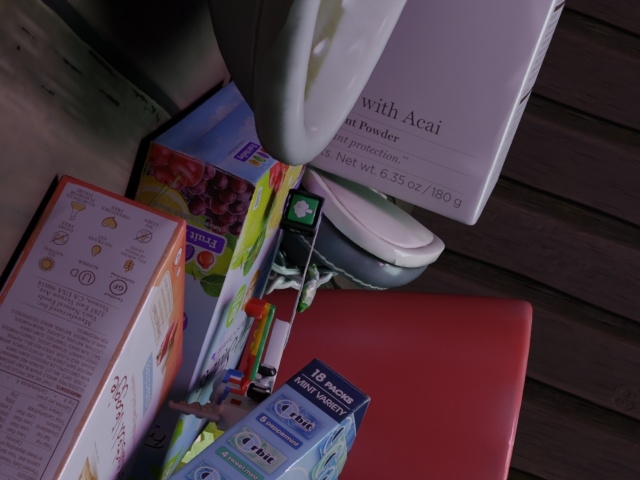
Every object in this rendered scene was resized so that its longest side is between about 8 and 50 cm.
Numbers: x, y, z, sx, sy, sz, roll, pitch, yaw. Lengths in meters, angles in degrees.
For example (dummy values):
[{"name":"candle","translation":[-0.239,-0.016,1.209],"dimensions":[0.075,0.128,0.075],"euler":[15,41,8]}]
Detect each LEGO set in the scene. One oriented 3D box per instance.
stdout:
[{"name":"LEGO set","translation":[-0.048,0.081,1.031],"dimensions":[0.244,0.060,0.182],"euler":[107,-1,-48]}]

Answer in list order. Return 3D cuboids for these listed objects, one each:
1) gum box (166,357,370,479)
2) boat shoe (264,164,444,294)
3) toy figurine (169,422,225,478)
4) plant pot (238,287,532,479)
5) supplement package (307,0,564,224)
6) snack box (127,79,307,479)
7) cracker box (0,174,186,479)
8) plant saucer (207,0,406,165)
[{"name":"gum box","translation":[-0.060,0.165,0.894],"dimensions":[0.184,0.041,0.157],"euler":[-38,155,-43]},{"name":"boat shoe","translation":[0.000,0.000,1.217],"dimensions":[0.099,0.116,0.319],"euler":[-57,-166,4]},{"name":"toy figurine","translation":[-0.075,0.263,1.149],"dimensions":[0.191,0.217,0.363],"euler":[104,10,-49]},{"name":"plant pot","translation":[0.021,0.154,1.384],"dimensions":[0.275,0.243,0.275],"euler":[13,90,-86]},{"name":"supplement package","translation":[0.077,-0.188,1.148],"dimensions":[0.175,0.177,0.293],"euler":[-46,156,-74]},{"name":"snack box","translation":[-0.075,0.025,1.042],"dimensions":[0.174,0.070,0.207],"euler":[-53,165,-68]},{"name":"cracker box","translation":[-0.134,0.108,0.806],"dimensions":[0.156,0.067,0.232],"euler":[100,13,-62]},{"name":"plant saucer","translation":[0.018,-0.236,0.836],"dimensions":[0.400,0.100,0.401],"euler":[21,90,-83]}]
